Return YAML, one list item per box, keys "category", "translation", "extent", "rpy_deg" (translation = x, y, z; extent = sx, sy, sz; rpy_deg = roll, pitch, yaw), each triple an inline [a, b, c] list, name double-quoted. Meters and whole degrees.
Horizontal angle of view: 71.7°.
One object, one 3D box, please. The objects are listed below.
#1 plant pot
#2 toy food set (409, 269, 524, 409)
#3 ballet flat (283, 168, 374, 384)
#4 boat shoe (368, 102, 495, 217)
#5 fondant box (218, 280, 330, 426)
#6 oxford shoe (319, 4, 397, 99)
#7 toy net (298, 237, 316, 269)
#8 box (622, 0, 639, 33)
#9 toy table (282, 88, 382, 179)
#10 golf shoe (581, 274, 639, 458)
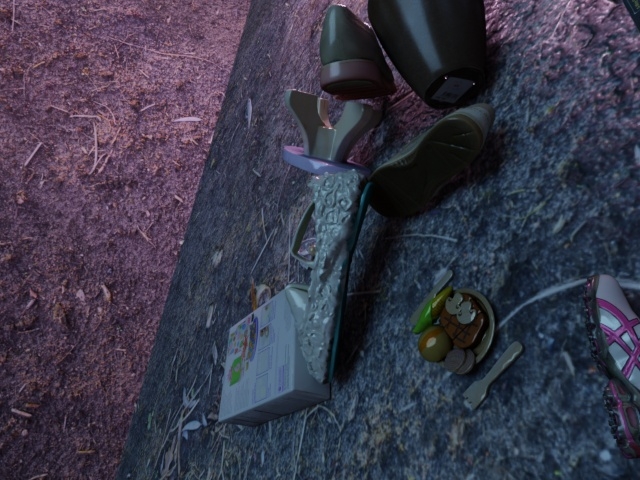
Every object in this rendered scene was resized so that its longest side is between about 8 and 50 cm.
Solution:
- category: "plant pot"
  translation: [0.216, -0.369, 0.823]
  extent: [0.215, 0.216, 0.230]
  rpy_deg: [-34, 59, 46]
- category: "toy food set"
  translation: [0.195, 0.131, 0.652]
  extent: [0.132, 0.039, 0.192]
  rpy_deg: [-58, 30, 17]
- category: "ballet flat"
  translation: [0.003, 0.062, 0.853]
  extent: [0.147, 0.147, 0.408]
  rpy_deg: [18, 98, 61]
- category: "boat shoe"
  translation: [0.188, -0.136, 0.801]
  extent: [0.098, 0.109, 0.302]
  rpy_deg: [-43, 0, -34]
- category: "fondant box"
  translation: [-0.111, 0.271, 1.019]
  extent: [0.330, 0.096, 0.238]
  rpy_deg: [-37, 41, 42]
- category: "oxford shoe"
  translation: [0.085, -0.378, 0.930]
  extent: [0.397, 0.141, 0.146]
  rpy_deg: [-52, -43, -75]
- category: "toy net"
  translation: [0.000, 0.000, 1.066]
  extent: [0.232, 0.045, 0.121]
  rpy_deg: [-22, 53, 53]
- category: "box"
  translation: [0.465, -0.326, 0.471]
  extent: [0.242, 0.077, 0.307]
  rpy_deg: [-36, 42, 45]
- category: "toy table"
  translation: [0.025, -0.240, 1.018]
  extent: [0.274, 0.252, 0.160]
  rpy_deg: [27, 112, 43]
- category: "golf shoe"
  translation: [0.319, 0.117, 0.443]
  extent: [0.086, 0.067, 0.185]
  rpy_deg: [-14, 55, 25]
